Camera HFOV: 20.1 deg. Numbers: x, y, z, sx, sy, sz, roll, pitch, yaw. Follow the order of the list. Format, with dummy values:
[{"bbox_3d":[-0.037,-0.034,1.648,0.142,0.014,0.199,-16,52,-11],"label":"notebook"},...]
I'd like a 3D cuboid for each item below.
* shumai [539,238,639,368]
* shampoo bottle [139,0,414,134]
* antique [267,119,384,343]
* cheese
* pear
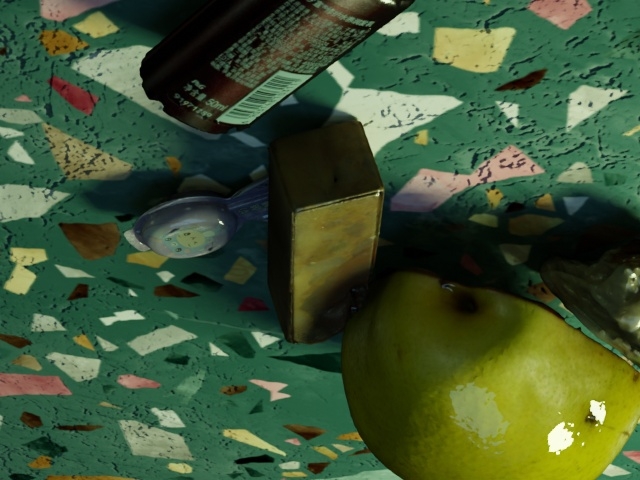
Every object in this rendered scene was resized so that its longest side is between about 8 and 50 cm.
[{"bbox_3d":[0.329,0.054,1.908,0.201,0.201,0.120,30,100,-40],"label":"shumai"},{"bbox_3d":[-0.017,-0.195,1.509,0.129,0.084,0.323,19,147,-30],"label":"shampoo bottle"},{"bbox_3d":[0.000,0.000,1.835,0.093,0.087,0.310,-14,153,-10],"label":"antique"},{"bbox_3d":[-0.110,-0.025,1.864,0.191,0.042,0.105,-19,149,14],"label":"cheese"},{"bbox_3d":[0.172,0.189,1.978,0.340,0.191,0.386,13,164,27],"label":"pear"}]
